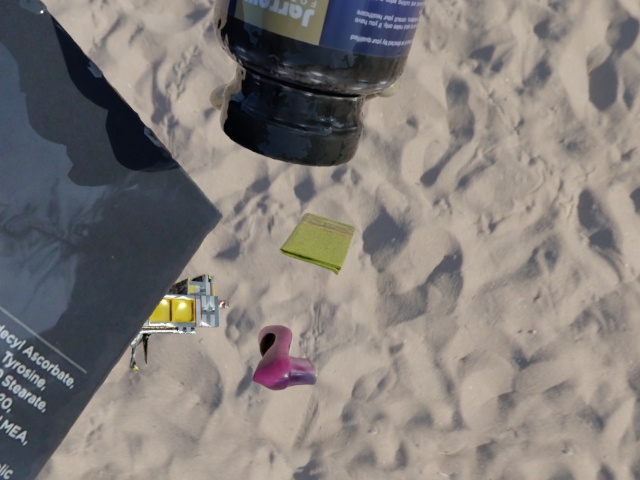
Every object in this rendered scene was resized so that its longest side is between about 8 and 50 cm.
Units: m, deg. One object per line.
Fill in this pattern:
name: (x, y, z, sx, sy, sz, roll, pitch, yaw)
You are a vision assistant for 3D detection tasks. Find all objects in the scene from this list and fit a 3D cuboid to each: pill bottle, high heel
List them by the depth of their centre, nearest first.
pill bottle: (0.005, -0.161, 0.349, 0.122, 0.219, 0.123, 12, 27, -6)
high heel: (-0.104, 0.211, 1.111, 0.117, 0.244, 0.082, 7, 103, -26)

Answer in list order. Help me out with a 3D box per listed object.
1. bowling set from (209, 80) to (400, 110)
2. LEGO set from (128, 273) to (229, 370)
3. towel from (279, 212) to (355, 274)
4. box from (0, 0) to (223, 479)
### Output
bowling set: (-0.027, -0.291, 0.876, 0.287, 0.154, 0.200, -17, 104, -41)
LEGO set: (-0.283, 0.060, 0.994, 0.192, 0.331, 0.255, 7, 64, -37)
towel: (0.000, 0.000, 1.022, 0.102, 0.237, 0.021, 16, 108, 4)
box: (-0.421, 0.061, 0.457, 0.479, 0.297, 0.472, 1, 51, 42)
